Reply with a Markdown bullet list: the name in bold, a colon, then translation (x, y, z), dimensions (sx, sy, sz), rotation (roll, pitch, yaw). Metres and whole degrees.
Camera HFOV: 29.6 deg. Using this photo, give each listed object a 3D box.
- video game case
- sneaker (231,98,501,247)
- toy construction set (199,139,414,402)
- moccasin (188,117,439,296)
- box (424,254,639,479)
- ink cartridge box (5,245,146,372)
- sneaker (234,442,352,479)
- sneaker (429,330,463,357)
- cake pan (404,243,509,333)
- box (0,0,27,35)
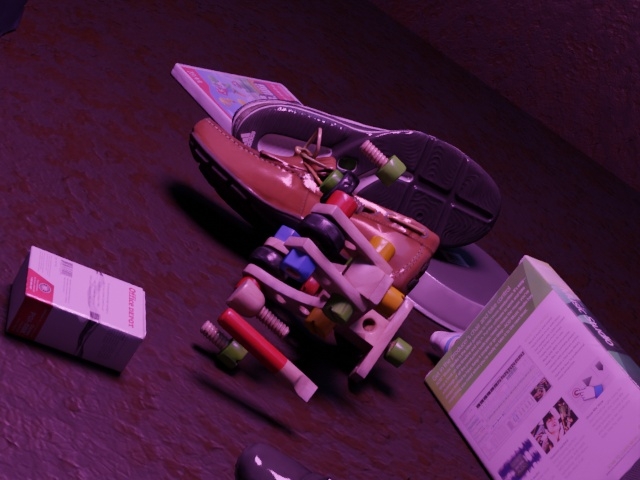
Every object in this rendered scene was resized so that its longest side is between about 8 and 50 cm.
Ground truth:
- **video game case**: translation (-0.110, -0.234, 2.174), dimensions (0.285, 0.025, 0.204), rotation (2, 38, -51)
- **sneaker**: translation (0.065, -0.139, 1.950), dimensions (0.447, 0.169, 0.257), rotation (19, 15, -16)
- **toy construction set**: translation (0.020, 0.091, 1.484), dimensions (0.237, 0.257, 0.309), rotation (43, 42, -7)
- **moccasin**: translation (-0.013, -0.064, 1.679), dimensions (0.380, 0.147, 0.139), rotation (30, -15, 14)
- **box**: translation (0.289, 0.206, 1.539), dimensions (0.058, 0.232, 0.322), rotation (18, 27, -42)
- **ink cartridge box**: translation (-0.262, 0.075, 1.304), dimensions (0.135, 0.056, 0.099), rotation (24, 25, -21)
- **sneaker**: translation (0.045, 0.282, 1.197), dimensions (0.286, 0.130, 0.109), rotation (36, 25, 10)
- **sneaker**: translation (0.235, 0.168, 1.769), dimensions (0.191, 0.071, 0.083), rotation (28, -5, -37)
- **cake pan**: translation (0.207, 0.052, 1.977), dimensions (0.293, 0.054, 0.293), rotation (27, 23, -13)
- **box**: translation (-0.581, -0.597, 1.700), dimensions (0.480, 0.472, 0.297), rotation (32, 24, -2)
